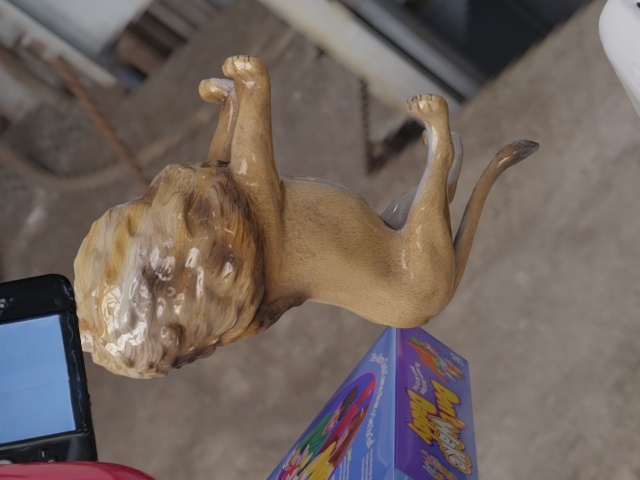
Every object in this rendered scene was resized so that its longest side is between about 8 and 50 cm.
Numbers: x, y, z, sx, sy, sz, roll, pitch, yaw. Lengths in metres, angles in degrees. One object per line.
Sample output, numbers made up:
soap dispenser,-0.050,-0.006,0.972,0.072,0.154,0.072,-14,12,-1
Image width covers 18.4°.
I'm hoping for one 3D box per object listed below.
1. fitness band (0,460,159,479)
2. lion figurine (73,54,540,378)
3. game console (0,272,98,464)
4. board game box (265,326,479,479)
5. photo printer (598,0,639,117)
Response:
fitness band,-0.180,0.218,1.059,0.054,0.291,0.209,39,120,45
lion figurine,0.000,0.000,1.540,0.142,0.392,0.240,159,115,-64
game console,-0.209,0.078,1.209,0.124,0.085,0.144,-10,64,-3
board game box,0.022,0.222,1.535,0.233,0.078,0.347,-53,9,16
photo printer,0.390,-0.106,1.936,0.107,0.307,0.256,-34,51,5
